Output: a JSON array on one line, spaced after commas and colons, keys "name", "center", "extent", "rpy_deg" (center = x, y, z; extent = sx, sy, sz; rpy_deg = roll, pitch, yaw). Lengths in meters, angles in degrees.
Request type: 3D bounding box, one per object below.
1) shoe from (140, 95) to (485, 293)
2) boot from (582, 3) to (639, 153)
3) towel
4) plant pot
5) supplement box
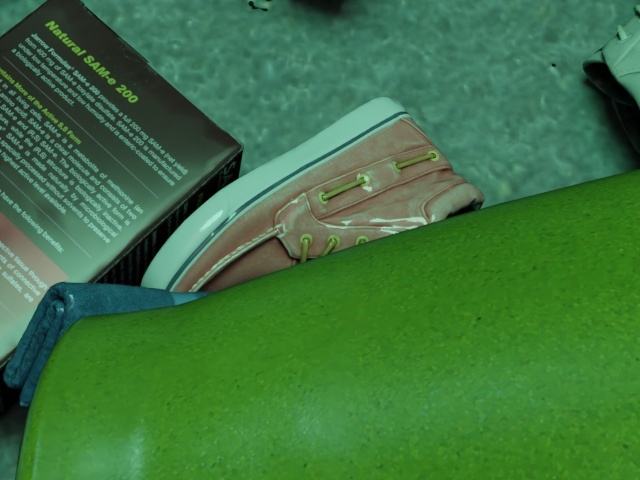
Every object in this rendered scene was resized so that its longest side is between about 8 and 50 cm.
[{"name": "shoe", "center": [0.000, 0.000, 0.709], "extent": [0.178, 0.063, 0.081], "rpy_deg": [-35, 69, -25]}, {"name": "boot", "center": [0.200, -0.132, 0.783], "extent": [0.123, 0.095, 0.258], "rpy_deg": [-25, 47, 11]}, {"name": "towel", "center": [-0.081, 0.052, 0.648], "extent": [0.119, 0.067, 0.029], "rpy_deg": [8, 28, -43]}, {"name": "plant pot", "center": [0.081, 0.137, 0.528], "extent": [0.353, 0.366, 0.366], "rpy_deg": [-4, 66, 3]}, {"name": "supplement box", "center": [-0.166, 0.001, 0.682], "extent": [0.130, 0.073, 0.239], "rpy_deg": [42, 68, 11]}]
